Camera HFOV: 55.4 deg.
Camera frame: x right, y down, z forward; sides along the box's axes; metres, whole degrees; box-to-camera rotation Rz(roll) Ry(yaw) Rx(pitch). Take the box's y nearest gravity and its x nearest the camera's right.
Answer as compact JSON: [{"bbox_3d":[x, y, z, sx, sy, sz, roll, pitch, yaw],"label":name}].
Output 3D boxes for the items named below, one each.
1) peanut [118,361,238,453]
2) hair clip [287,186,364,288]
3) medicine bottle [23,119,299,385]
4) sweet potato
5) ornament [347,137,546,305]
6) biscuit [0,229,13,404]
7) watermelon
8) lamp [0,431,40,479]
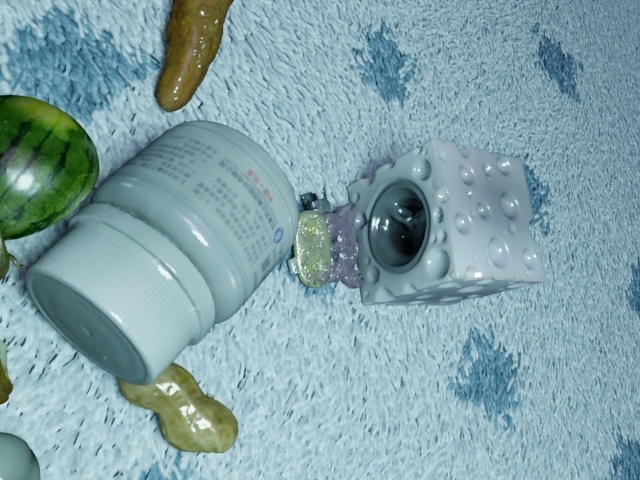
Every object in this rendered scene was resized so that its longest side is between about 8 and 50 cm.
[{"bbox_3d":[-0.196,0.229,0.842,0.193,0.089,0.089,45,54,-9],"label":"peanut"},{"bbox_3d":[0.004,-0.002,1.079,0.146,0.056,0.187,-5,80,-29],"label":"hair clip"},{"bbox_3d":[-0.199,0.012,0.809,0.245,0.245,0.306,48,54,-12],"label":"medicine bottle"},{"bbox_3d":[-0.207,-0.376,1.032,0.095,0.106,0.354,11,62,5],"label":"sweet potato"},{"bbox_3d":[0.224,-0.017,1.120,0.240,0.240,0.239,5,71,-35],"label":"ornament"},{"bbox_3d":[-0.418,0.042,0.602,0.329,0.078,0.335,-52,124,-22],"label":"biscuit"},{"bbox_3d":[-0.391,-0.101,0.747,0.204,0.127,0.232,16,49,11],"label":"watermelon"},{"bbox_3d":[-0.371,0.271,0.687,0.105,0.105,0.105,12,67,-32],"label":"lamp"}]
